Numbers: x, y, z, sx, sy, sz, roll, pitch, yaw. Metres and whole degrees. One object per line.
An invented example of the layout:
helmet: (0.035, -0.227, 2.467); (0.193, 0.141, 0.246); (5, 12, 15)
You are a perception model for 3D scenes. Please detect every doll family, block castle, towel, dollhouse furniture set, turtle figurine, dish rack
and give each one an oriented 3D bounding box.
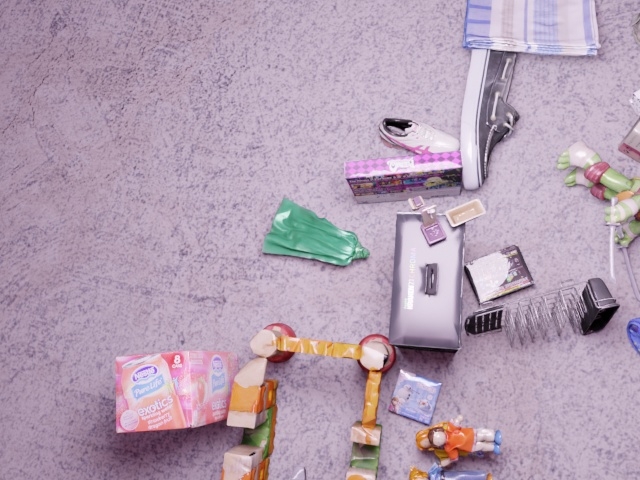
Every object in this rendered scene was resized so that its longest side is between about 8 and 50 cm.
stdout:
doll family: (0.261, 0.457, 1.273); (0.163, 0.118, 0.263); (2, 98, 5)
block castle: (-0.018, 0.402, 1.275); (0.302, 0.213, 0.454); (5, 82, 8)
towel: (0.461, -0.487, 1.402); (0.284, 0.034, 0.209); (6, 56, 11)
dollhouse furniture set: (0.221, -0.066, 1.111); (0.114, 0.081, 0.091); (-22, 64, 0)
turtle figurine: (0.564, -0.050, 1.246); (0.266, 0.197, 0.275); (51, 132, 37)
dish rack: (0.419, 0.153, 1.244); (0.271, 0.208, 0.074); (-15, 65, 8)

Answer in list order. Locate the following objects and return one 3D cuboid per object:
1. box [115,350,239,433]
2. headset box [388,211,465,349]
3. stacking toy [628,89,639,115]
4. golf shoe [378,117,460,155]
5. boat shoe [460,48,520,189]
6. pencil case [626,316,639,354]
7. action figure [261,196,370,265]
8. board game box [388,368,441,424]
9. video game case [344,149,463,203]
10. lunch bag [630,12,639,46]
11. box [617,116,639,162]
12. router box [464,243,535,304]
box: (-0.276, 0.300, 1.292); (0.153, 0.300, 0.142); (-6, 78, 10)
headset box: (0.211, 0.090, 1.249); (0.131, 0.283, 0.247); (3, 79, 12)
stacking toy: (0.719, -0.236, 1.203); (0.166, 0.052, 0.221); (-31, 76, 4)
golf shoe: (0.218, -0.226, 1.411); (0.185, 0.086, 0.068); (14, 81, 12)
boat shoe: (0.367, -0.271, 1.371); (0.119, 0.121, 0.336); (5, 78, 16)
pencil case: (0.739, 0.127, 1.222); (0.306, 0.133, 0.119); (-35, 42, 2)
action figure: (0.000, 0.000, 1.419); (0.232, 0.063, 0.137); (18, 81, 17)
board game box: (0.199, 0.328, 1.341); (0.090, 0.020, 0.090); (16, 81, 13)
video game case: (0.178, -0.127, 1.335); (0.231, 0.210, 0.042); (-5, 78, 11)
lunch bag: (0.785, -0.438, 1.265); (0.286, 0.235, 0.169); (18, 82, 14)
box: (0.754, -0.197, 1.282); (0.232, 0.127, 0.149); (37, 88, 15)
router box: (0.376, 0.072, 1.347); (0.122, 0.038, 0.092); (-21, 76, 7)
